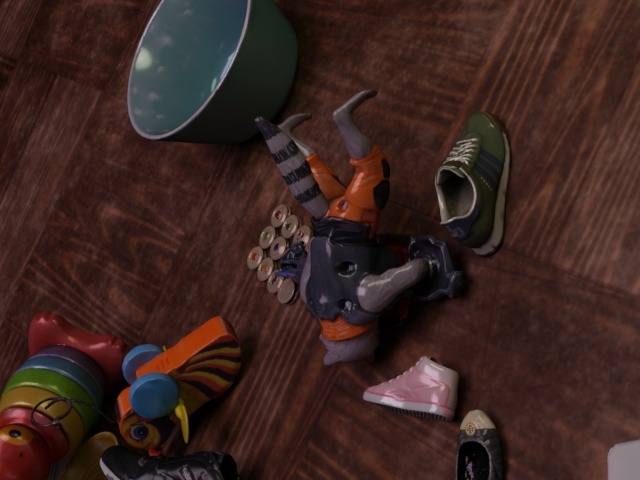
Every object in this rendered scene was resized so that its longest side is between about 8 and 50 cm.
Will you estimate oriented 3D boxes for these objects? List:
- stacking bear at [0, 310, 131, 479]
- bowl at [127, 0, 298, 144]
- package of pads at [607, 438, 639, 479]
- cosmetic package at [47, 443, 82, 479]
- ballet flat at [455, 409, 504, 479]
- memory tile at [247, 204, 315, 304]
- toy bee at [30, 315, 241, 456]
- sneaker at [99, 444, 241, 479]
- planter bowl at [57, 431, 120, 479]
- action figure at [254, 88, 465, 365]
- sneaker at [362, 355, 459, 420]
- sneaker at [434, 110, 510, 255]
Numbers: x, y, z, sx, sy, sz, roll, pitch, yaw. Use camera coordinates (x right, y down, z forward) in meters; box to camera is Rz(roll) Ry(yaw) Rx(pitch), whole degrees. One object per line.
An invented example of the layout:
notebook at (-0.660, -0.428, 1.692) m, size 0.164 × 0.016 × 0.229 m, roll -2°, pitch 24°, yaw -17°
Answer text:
stacking bear at (-0.432, 0.276, 1.801) m, size 0.289 × 0.175 × 0.164 m, roll -67°, pitch -4°, yaw -51°
bowl at (-0.153, -0.276, 1.841) m, size 0.311 × 0.163 × 0.312 m, roll -25°, pitch 54°, yaw 40°
package of pads at (0.360, 0.304, 0.980) m, size 0.229 × 0.101 × 0.297 m, roll -20°, pitch 56°, yaw 42°
cosmetic package at (-0.554, 0.389, 1.987) m, size 0.296 × 0.153 × 0.129 m, roll -15°, pitch 59°, yaw 44°
ballet flat at (0.166, 0.268, 1.270) m, size 0.057 × 0.049 × 0.173 m, roll -16°, pitch 59°, yaw 44°
memory tile at (-0.053, 0.019, 1.692) m, size 0.113 × 0.012 × 0.148 m, roll -59°, pitch 39°, yaw 10°
toy bee at (-0.239, 0.232, 1.697) m, size 0.298 × 0.162 × 0.195 m, roll -14°, pitch 34°, yaw 15°
sneaker at (-0.174, 0.332, 1.585) m, size 0.283 × 0.107 × 0.124 m, roll 27°, pitch 83°, yaw 31°
planter bowl at (-0.329, 0.405, 1.743) m, size 0.217 × 0.090 × 0.217 m, roll -41°, pitch 31°, yaw 30°
action figure at (0.000, 0.000, 1.473) m, size 0.341 × 0.178 × 0.330 m, roll -9°, pitch 93°, yaw 50°
sneaker at (0.112, 0.172, 1.386) m, size 0.134 × 0.051 × 0.070 m, roll 1°, pitch 70°, yaw 47°
sneaker at (0.179, -0.083, 1.406) m, size 0.064 × 0.086 × 0.192 m, roll -20°, pitch 56°, yaw 43°
